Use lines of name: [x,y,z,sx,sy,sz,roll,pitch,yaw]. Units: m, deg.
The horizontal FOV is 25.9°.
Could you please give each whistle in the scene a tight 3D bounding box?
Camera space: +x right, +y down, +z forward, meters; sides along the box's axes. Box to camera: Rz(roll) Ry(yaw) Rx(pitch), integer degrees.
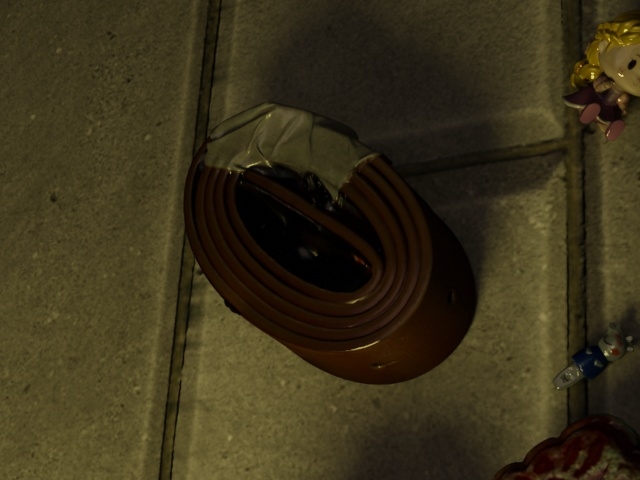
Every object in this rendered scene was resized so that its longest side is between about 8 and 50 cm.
whistle: [0.246,0.107,1.266,0.083,0.029,0.033,-36,72,5]

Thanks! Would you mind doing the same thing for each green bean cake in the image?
green bean cake: [0.229,0.275,1.152,0.198,0.097,0.233,-33,55,12]

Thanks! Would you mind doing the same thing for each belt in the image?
belt: [0.000,0.000,1.405,0.217,0.122,0.338,-51,53,0]

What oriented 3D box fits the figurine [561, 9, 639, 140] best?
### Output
figurine: [0.303,-0.184,1.346,0.156,0.094,0.115,-52,29,20]
